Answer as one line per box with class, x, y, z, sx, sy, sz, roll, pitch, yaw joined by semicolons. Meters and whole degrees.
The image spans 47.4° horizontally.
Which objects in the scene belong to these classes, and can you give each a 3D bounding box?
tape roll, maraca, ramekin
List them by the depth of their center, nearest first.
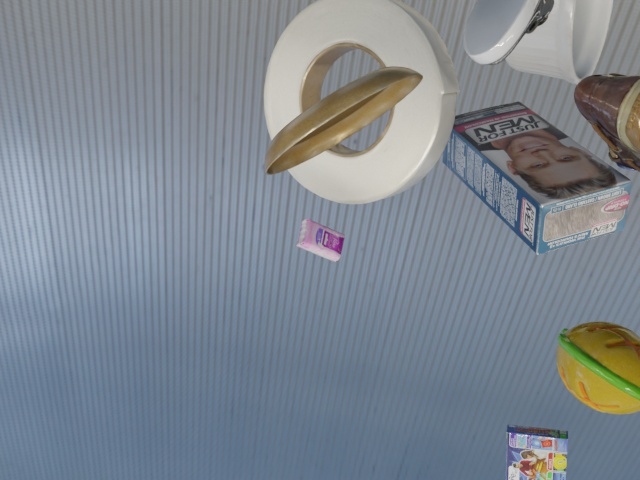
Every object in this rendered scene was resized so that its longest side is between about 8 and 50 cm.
maraca;0.335;0.144;0.857;0.127;0.186;0.099;36;101;11
ramekin;0.421;-0.422;1.293;0.135;0.277;0.277;14;132;30
tape roll;0.065;-0.261;1.360;0.392;0.072;0.391;8;104;34

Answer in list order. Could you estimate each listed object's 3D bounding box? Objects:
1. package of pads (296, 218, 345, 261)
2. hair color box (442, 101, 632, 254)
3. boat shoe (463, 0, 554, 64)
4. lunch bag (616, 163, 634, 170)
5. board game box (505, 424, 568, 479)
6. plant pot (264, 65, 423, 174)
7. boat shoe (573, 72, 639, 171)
package of pads;0.000;0.000;1.268;0.083;0.050;0.032;24;159;-29
hair color box;0.374;-0.126;1.315;0.174;0.347;0.105;-15;127;-12
boat shoe;0.234;-0.280;0.833;0.080;0.228;0.076;-5;145;47
lunch bag;0.520;-0.153;1.188;0.067;0.098;0.065;10;111;5
board game box;0.500;0.529;1.693;0.136;0.035;0.201;3;111;16
plant pot;0.023;-0.159;0.944;0.236;0.236;0.032;-33;89;29
boat shoe;0.431;-0.141;0.934;0.342;0.123;0.123;7;106;-45
